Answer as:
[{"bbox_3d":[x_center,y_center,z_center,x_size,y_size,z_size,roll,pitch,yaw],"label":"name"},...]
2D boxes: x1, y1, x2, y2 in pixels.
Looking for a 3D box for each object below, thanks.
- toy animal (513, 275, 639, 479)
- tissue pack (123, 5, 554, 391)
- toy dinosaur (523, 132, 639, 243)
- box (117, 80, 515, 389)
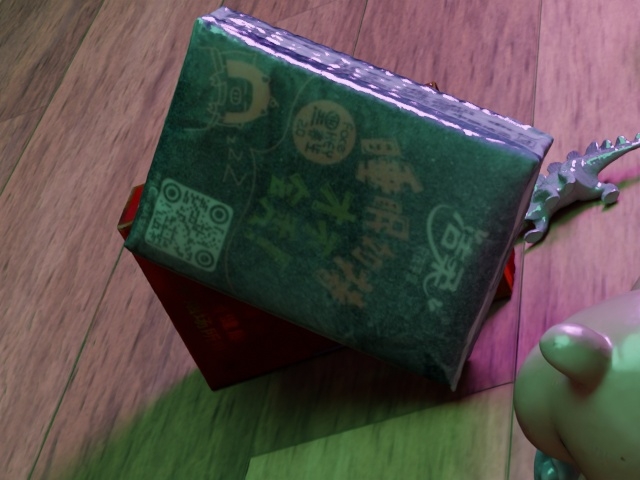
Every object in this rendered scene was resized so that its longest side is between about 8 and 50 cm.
[{"bbox_3d":[0.262,0.110,1.298,0.221,0.210,0.229,-41,-8,-16],"label":"toy animal"},{"bbox_3d":[0.011,-0.036,1.595,0.316,0.228,0.103,23,22,7],"label":"tissue pack"},{"bbox_3d":[0.248,-0.059,1.787,0.209,0.039,0.082,-26,24,1],"label":"toy dinosaur"},{"bbox_3d":[-0.001,0.000,1.734,0.313,0.197,0.089,-19,26,17],"label":"box"}]
